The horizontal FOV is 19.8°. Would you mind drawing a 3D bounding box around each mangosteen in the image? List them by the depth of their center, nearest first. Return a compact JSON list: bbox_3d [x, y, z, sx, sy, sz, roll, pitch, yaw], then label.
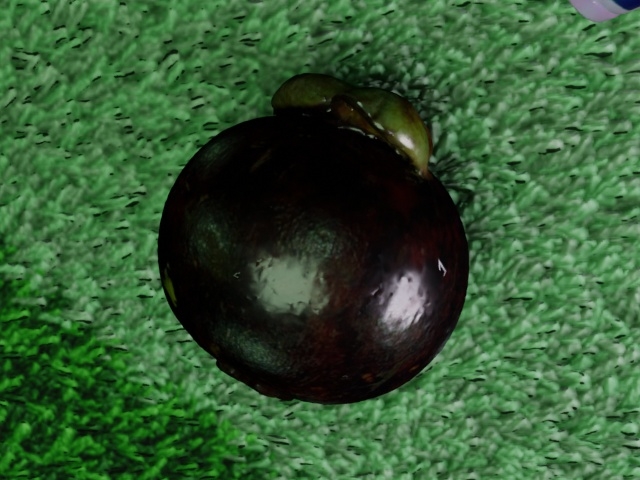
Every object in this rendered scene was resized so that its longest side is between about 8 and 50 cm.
[{"bbox_3d":[0.000,0.000,1.592,0.288,0.288,0.288,8,118,16],"label":"mangosteen"}]

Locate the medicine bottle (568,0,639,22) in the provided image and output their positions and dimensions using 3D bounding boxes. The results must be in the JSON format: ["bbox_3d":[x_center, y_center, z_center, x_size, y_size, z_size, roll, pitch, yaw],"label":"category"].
[{"bbox_3d":[0.298,-0.281,1.400,0.254,0.152,0.152,-22,106,28],"label":"medicine bottle"}]
